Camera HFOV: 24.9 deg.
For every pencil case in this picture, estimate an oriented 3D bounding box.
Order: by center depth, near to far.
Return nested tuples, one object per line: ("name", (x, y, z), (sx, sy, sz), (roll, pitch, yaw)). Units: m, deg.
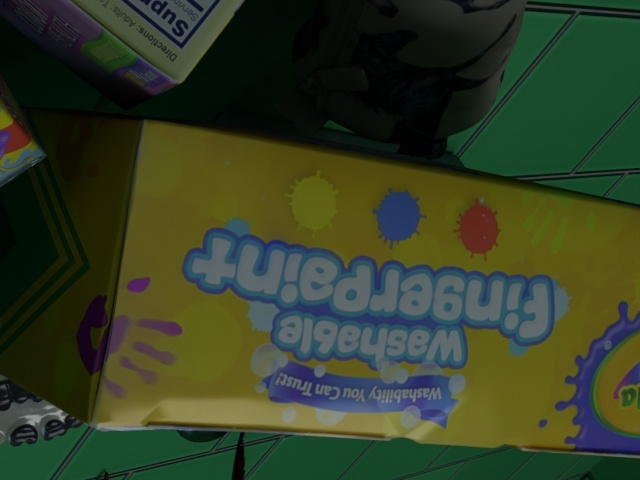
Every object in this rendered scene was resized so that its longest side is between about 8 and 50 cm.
("pencil case", (0.082, -0.228, 0.979), (0.183, 0.160, 0.410), (-43, 163, -30))

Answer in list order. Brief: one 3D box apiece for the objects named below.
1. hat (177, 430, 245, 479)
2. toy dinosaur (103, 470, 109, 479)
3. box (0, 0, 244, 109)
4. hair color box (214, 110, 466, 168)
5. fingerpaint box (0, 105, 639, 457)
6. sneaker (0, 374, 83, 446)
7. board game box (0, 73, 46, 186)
("hat", (-0.109, 0.186, 1.394), (0.173, 0.183, 0.208), (3, 176, 14))
("toy dinosaur", (-0.265, 0.316, 1.702), (0.090, 0.047, 0.082), (-43, 174, -5))
("box", (-0.057, -0.197, 0.719), (0.243, 0.117, 0.213), (-52, -168, -7))
("hair color box", (0.000, 0.000, 1.355), (0.185, 0.113, 0.374), (-46, 153, 25))
("fingerpaint box", (-0.003, 0.018, 0.949), (0.445, 0.371, 0.163), (8, 93, -31))
("sneaker", (-0.322, 0.118, 1.194), (0.275, 0.110, 0.107), (-3, 127, -21))
("board game box", (-0.254, -0.105, 0.621), (0.142, 0.144, 0.275), (-33, 156, -2))
